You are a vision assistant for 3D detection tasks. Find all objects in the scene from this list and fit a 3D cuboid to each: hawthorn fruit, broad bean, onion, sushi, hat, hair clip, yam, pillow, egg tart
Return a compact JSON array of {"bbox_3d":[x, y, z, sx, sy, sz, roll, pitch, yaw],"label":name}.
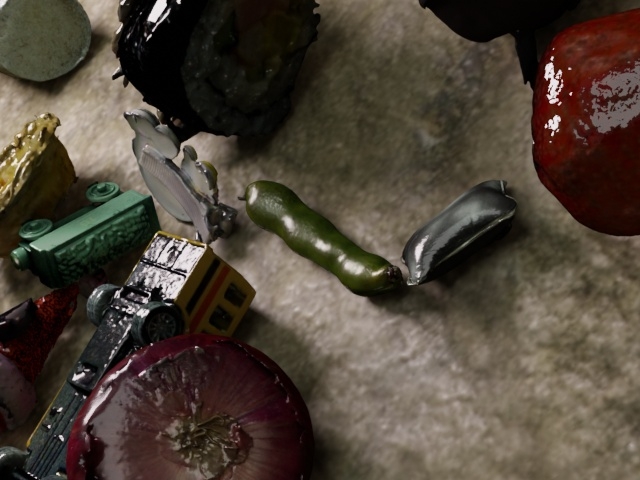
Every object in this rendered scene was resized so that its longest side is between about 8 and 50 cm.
[{"bbox_3d":[0.314,-0.115,1.592,0.249,0.215,0.215,-12,54,18],"label":"hawthorn fruit"},{"bbox_3d":[0.000,0.000,1.815,0.052,0.053,0.256,-30,41,-25],"label":"broad bean"},{"bbox_3d":[-0.127,0.208,1.666,0.161,0.248,0.248,-33,34,62],"label":"onion"},{"bbox_3d":[-0.139,-0.240,1.954,0.238,0.225,0.219,-47,43,-6],"label":"sushi"},{"bbox_3d":[-0.324,0.105,1.922,0.129,0.140,0.227,39,71,17],"label":"hat"},{"bbox_3d":[-0.163,-0.066,1.933,0.049,0.116,0.172,-30,65,-34],"label":"hair clip"},{"bbox_3d":[-0.444,-0.302,2.267,0.330,0.133,0.133,26,76,43],"label":"yam"},{"bbox_3d":[0.137,-0.009,1.726,0.135,0.055,0.091,-34,45,8],"label":"pillow"},{"bbox_3d":[-0.350,-0.054,2.030,0.212,0.090,0.212,-54,14,20],"label":"egg tart"},{"bbox_3d":[0.238,-0.307,1.742,0.209,0.336,0.238,31,57,5],"label":"hat"}]

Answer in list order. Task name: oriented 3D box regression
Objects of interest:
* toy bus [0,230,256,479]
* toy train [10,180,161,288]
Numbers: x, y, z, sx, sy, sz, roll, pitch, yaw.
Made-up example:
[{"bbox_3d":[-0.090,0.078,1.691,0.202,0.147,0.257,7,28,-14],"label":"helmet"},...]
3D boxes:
[{"bbox_3d":[-0.205,0.155,1.790,0.121,0.123,0.335,15,71,52],"label":"toy bus"},{"bbox_3d":[-0.263,-0.006,1.951,0.172,0.070,0.099,-31,35,-28],"label":"toy train"}]
